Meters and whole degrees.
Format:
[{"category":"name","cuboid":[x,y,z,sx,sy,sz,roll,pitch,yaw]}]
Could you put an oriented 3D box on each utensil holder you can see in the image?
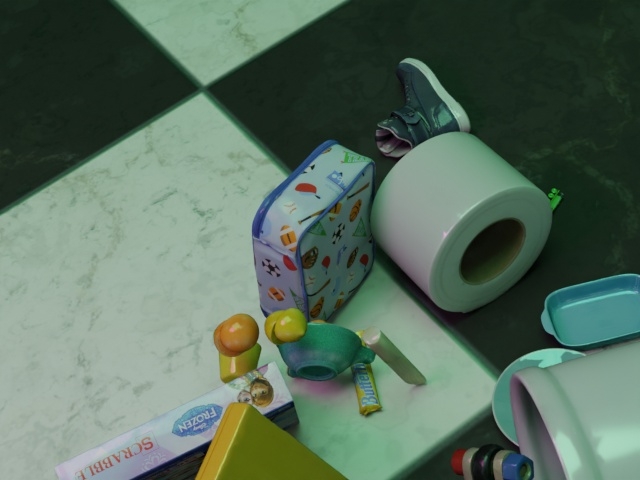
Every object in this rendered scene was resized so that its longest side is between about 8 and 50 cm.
[{"category":"utensil holder","cuboid":[0.472,0.267,1.380,0.386,0.327,0.327,-17,48,-1]}]

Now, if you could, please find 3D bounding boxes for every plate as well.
[{"category":"plate","cuboid":[0.351,0.244,1.632,0.188,0.024,0.188,-8,48,9]}]

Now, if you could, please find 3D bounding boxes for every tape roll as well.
[{"category":"tape roll","cuboid":[0.225,-0.029,1.756,0.246,0.246,0.169,-33,49,-12]}]

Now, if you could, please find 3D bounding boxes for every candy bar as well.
[{"category":"candy bar","cuboid":[0.067,0.211,1.748,0.040,0.018,0.161,-15,47,3]}]

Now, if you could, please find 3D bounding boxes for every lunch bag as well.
[{"category":"lunch bag","cuboid":[0.000,0.000,1.764,0.115,0.303,0.243,27,55,21]}]

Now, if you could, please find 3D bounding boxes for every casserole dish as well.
[{"category":"casserole dish","cuboid":[0.440,0.116,1.708,0.189,0.037,0.114,-14,48,4]}]

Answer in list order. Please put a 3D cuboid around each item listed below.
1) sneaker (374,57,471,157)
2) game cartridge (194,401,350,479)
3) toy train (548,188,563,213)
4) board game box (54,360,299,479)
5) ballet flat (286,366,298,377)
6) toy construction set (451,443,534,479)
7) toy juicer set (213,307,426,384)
[{"category":"sneaker","cuboid":[0.157,-0.250,2.071,0.163,0.086,0.226,-26,49,-10]},{"category":"game cartridge","cuboid":[-0.059,0.407,1.402,0.053,0.324,0.285,-6,50,44]},{"category":"toy train","cuboid":[0.393,-0.057,1.883,0.024,0.017,0.083,27,62,22]},{"category":"board game box","cuboid":[-0.187,0.289,1.563,0.319,0.318,0.065,-25,77,-5]},{"category":"ballet flat","cuboid":[-0.014,0.182,1.789,0.114,0.041,0.041,-39,51,-17]},{"category":"toy construction set","cuboid":[0.172,0.431,1.400,0.309,0.237,0.257,-16,28,28]},{"category":"toy juicer set","cuboid":[-0.006,0.146,1.657,0.329,0.209,0.089,0,60,6]}]
